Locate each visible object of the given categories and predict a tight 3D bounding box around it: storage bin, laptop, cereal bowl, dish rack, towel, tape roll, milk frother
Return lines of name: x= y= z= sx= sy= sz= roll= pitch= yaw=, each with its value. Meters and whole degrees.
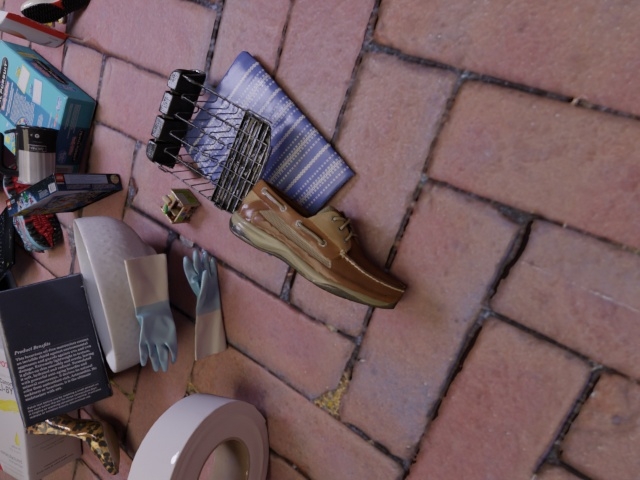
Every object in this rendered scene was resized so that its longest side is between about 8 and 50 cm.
storage bin: x=-1.050 y=0.161 z=1.348 sx=0.091 sy=0.098 sz=0.135 roll=-37 pitch=78 yaw=38
laptop: x=-1.054 y=0.023 z=1.269 sx=0.264 sy=0.136 sz=0.234 roll=-33 pitch=63 yaw=28
cereal bowl: x=-0.431 y=0.106 z=0.928 sx=0.339 sy=0.141 sz=0.339 roll=24 pitch=121 yaw=49
dish rack: x=-0.207 y=-0.186 z=0.797 sx=0.271 sy=0.074 sz=0.208 roll=33 pitch=111 yaw=17
towel: x=-0.118 y=-0.167 z=0.814 sx=0.243 sy=0.040 sz=0.336 roll=-45 pitch=76 yaw=24
tape roll: x=-0.219 y=0.445 z=0.800 sx=0.100 sy=0.286 sz=0.286 roll=-2 pitch=95 yaw=30
milk frother: x=-0.709 y=-0.214 z=1.023 sx=0.143 sy=0.129 sz=0.135 roll=-139 pitch=56 yaw=-67

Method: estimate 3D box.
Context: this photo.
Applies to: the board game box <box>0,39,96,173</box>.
board game box: x=-0.760 y=-0.338 z=1.125 sx=0.336 sy=0.079 sz=0.254 roll=38 pitch=113 yaw=20

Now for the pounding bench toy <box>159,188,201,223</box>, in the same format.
pounding bench toy: x=-0.317 y=-0.071 z=0.904 sx=0.052 sy=0.083 sz=0.065 roll=49 pitch=115 yaw=15

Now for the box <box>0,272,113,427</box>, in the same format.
box: x=-0.652 y=0.255 z=1.022 sx=0.296 sy=0.182 sz=0.294 roll=-20 pitch=84 yaw=56

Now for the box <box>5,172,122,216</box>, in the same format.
box: x=-0.634 y=-0.113 z=1.035 sx=0.233 sy=0.159 sz=0.044 roll=-14 pitch=91 yaw=30

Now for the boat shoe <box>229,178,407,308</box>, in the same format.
boat shoe: x=0.000 y=0.000 z=0.702 sx=0.324 sy=0.122 sz=0.120 roll=28 pitch=97 yaw=9

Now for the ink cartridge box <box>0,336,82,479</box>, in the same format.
ink cartridge box: x=-0.879 y=0.466 z=1.243 sx=0.279 sy=0.160 sz=0.385 roll=3 pitch=98 yaw=29

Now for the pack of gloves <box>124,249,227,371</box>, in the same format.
pack of gloves: x=-0.271 y=0.137 z=0.837 sx=0.046 sy=0.195 sz=0.232 roll=-5 pitch=94 yaw=40

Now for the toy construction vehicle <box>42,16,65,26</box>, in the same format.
toy construction vehicle: x=-0.704 y=-0.605 z=1.086 sx=0.098 sy=0.035 sz=0.086 roll=19 pitch=105 yaw=26

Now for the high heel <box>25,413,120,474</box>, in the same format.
high heel: x=-0.655 y=0.543 z=1.112 sx=0.261 sy=0.186 sz=0.093 roll=51 pitch=158 yaw=24

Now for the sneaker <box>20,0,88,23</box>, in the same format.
sneaker: x=-0.652 y=-0.593 z=1.023 sx=0.161 sy=0.057 sz=0.075 roll=-23 pitch=72 yaw=-2

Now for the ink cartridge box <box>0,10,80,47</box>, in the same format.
ink cartridge box: x=-0.717 y=-0.519 z=1.041 sx=0.179 sy=0.145 sz=0.045 roll=24 pitch=103 yaw=24

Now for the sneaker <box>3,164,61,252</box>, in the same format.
sneaker: x=-0.845 y=-0.085 z=1.191 sx=0.125 sy=0.104 sz=0.262 roll=-24 pitch=84 yaw=32
